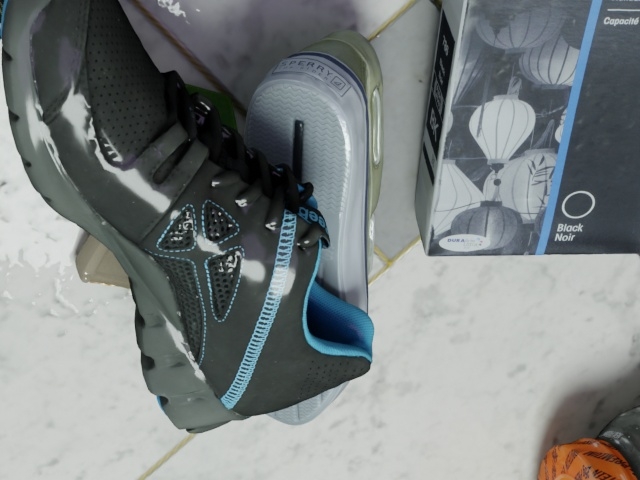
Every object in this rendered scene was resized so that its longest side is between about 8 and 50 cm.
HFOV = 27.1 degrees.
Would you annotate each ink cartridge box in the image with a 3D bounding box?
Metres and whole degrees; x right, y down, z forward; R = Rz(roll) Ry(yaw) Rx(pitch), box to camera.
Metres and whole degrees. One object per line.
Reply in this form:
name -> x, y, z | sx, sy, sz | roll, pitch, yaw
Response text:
ink cartridge box -> 0.161, -0.133, 0.860 | 0.165, 0.065, 0.332 | -1, 128, -6

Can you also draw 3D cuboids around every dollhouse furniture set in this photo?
dollhouse furniture set -> -0.109, -0.031, 0.903 | 0.076, 0.058, 0.151 | 12, 132, -30

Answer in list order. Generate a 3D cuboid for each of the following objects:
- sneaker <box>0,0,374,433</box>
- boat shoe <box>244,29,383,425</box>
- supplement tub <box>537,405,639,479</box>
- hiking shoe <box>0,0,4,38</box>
sneaker -> -0.072, -0.031, 0.781 | 0.140, 0.125, 0.340 | -13, 130, 14
boat shoe -> 0.000, 0.000, 0.908 | 0.109, 0.094, 0.302 | 24, 131, 17
supplement tub -> 0.360, 0.222, 1.068 | 0.338, 0.207, 0.207 | -6, 118, -13
hiking shoe -> -0.206, -0.153, 0.789 | 0.227, 0.086, 0.114 | -6, 134, -10
